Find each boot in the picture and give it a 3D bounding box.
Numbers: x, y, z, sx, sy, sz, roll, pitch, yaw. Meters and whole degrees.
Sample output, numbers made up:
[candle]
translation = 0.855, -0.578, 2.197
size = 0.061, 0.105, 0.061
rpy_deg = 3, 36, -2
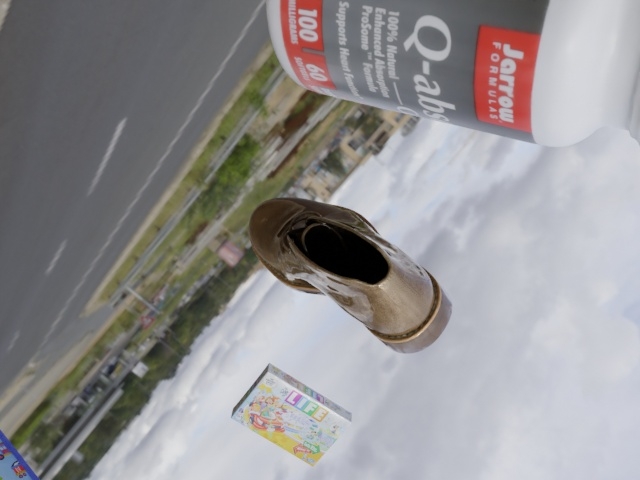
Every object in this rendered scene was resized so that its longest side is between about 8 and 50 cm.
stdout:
[boot]
translation = 0.000, 0.000, 0.723
size = 0.112, 0.115, 0.305
rpy_deg = -52, -141, -7

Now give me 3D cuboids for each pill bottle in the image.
[pill bottle]
translation = 0.153, -0.199, 0.605
size = 0.210, 0.363, 0.210
rpy_deg = -42, 142, -45

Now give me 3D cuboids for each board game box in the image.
[board game box]
translation = -0.044, 0.267, 1.078
size = 0.103, 0.154, 0.026
rpy_deg = -53, -169, 18

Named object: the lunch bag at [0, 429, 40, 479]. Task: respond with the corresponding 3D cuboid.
[lunch bag]
translation = -0.655, 0.503, 1.334
size = 0.221, 0.293, 0.138
rpy_deg = -28, 141, -43
